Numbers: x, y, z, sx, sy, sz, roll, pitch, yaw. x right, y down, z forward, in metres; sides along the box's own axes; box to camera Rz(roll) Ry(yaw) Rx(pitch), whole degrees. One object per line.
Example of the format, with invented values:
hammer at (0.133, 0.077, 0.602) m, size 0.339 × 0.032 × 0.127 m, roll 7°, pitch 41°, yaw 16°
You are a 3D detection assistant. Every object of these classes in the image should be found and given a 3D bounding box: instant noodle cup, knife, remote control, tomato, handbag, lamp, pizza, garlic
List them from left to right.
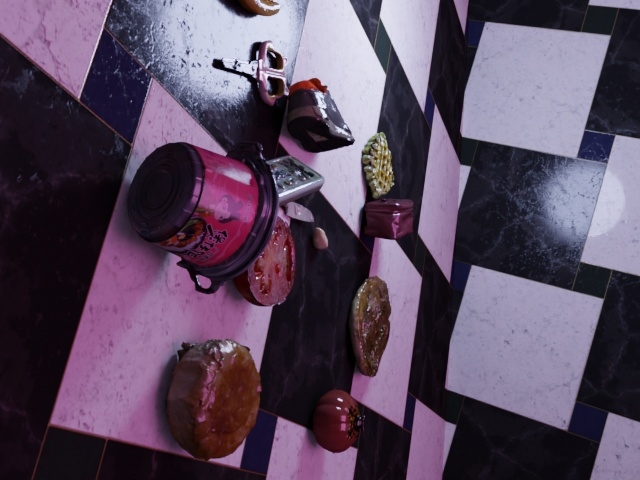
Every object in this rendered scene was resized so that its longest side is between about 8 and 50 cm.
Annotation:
instant noodle cup at (-0.229, -0.068, 1.277) m, size 0.182 × 0.259 × 0.302 m, roll 24°, pitch 68°, yaw -49°
pizza at (-0.161, -0.599, 1.599) m, size 0.271 × 0.056 × 0.134 m, roll 51°, pitch 54°, yaw -57°
tomato at (-0.142, 0.047, 1.640) m, size 0.225 × 0.085 × 0.224 m, roll -11°, pitch 102°, yaw -62°
remote control at (-0.106, -0.134, 1.677) m, size 0.065 × 0.128 × 0.335 m, roll -63°, pitch 165°, yaw 24°
knife at (-0.082, -0.087, 1.850) m, size 0.298 × 0.017 × 0.047 m, roll 24°, pitch 70°, yaw -64°
garlic at (0.001, -0.001, 2.021) m, size 0.083 × 0.041 × 0.053 m, roll 47°, pitch 36°, yaw -68°
lamp at (0.055, 0.525, 2.045) m, size 0.182 × 0.140 × 0.181 m, roll -3°, pitch 90°, yaw -65°
handbag at (0.235, -0.080, 2.416) m, size 0.225 × 0.147 × 0.135 m, roll -17°, pitch 109°, yaw -63°

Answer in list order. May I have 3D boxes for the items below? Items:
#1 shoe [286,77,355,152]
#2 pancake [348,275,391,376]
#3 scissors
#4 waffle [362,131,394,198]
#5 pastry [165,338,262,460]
shoe at (-0.010, -0.345, 1.894) m, size 0.336 × 0.133 × 0.170 m, roll 18°, pitch 61°, yaw -70°
pancake at (0.176, 0.287, 2.405) m, size 0.356 × 0.065 × 0.355 m, roll 3°, pitch 90°, yaw -67°
scissors at (-0.149, -0.404, 1.672) m, size 0.317 × 0.024 × 0.160 m, roll -17°, pitch 108°, yaw -66°
waffle at (0.203, -0.261, 2.446) m, size 0.214 × 0.054 × 0.207 m, roll -43°, pitch 126°, yaw -56°
pastry at (-0.221, 0.321, 1.436) m, size 0.236 × 0.121 × 0.256 m, roll -12°, pitch 105°, yaw -62°
